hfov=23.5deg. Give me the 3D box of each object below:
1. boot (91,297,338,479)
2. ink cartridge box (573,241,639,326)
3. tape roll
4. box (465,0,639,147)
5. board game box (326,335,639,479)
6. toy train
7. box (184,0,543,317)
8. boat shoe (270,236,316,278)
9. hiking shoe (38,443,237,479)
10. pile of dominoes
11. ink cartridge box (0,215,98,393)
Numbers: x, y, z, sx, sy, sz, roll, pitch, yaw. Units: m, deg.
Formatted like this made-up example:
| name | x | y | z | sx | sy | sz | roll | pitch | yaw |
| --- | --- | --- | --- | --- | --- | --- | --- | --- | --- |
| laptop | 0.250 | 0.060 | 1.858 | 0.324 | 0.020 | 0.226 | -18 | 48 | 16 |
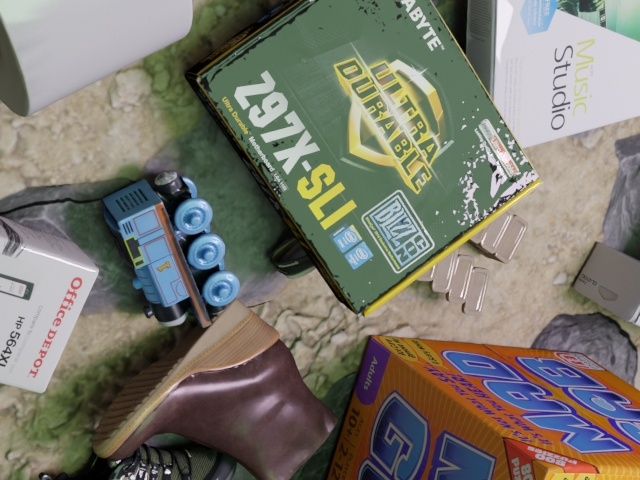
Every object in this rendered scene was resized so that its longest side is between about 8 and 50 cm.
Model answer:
| name | x | y | z | sx | sy | sz | roll | pitch | yaw |
| --- | --- | --- | --- | --- | --- | --- | --- | --- | --- |
| boot | -0.110 | 0.208 | 1.704 | 0.248 | 0.090 | 0.207 | -45 | 109 | -25 |
| ink cartridge box | 0.436 | 0.078 | 1.996 | 0.175 | 0.127 | 0.072 | 23 | 98 | -37 |
| tape roll | -0.245 | -0.253 | 1.362 | 0.169 | 0.246 | 0.246 | -29 | 123 | -17 |
| box | 0.306 | -0.243 | 1.802 | 0.322 | 0.058 | 0.232 | -17 | 119 | -33 |
| board game box | 0.243 | 0.355 | 1.855 | 0.356 | 0.356 | 0.356 | 7 | 106 | -34 |
| toy train | -0.158 | 0.013 | 1.639 | 0.105 | 0.080 | 0.184 | -25 | 124 | -10 |
| box | 0.049 | -0.120 | 1.642 | 0.257 | 0.079 | 0.322 | -36 | 108 | -6 |
| boat shoe | 0.000 | 0.000 | 1.722 | 0.125 | 0.046 | 0.038 | -28 | 142 | 22 |
| hiking shoe | -0.197 | 0.261 | 1.714 | 0.227 | 0.086 | 0.114 | -22 | 121 | -23 |
| pile of dominoes | 0.143 | -0.044 | 1.811 | 0.251 | 0.040 | 0.196 | 33 | 82 | -36 |
| ink cartridge box | -0.345 | 0.051 | 1.531 | 0.203 | 0.086 | 0.148 | 20 | 99 | -35 |
